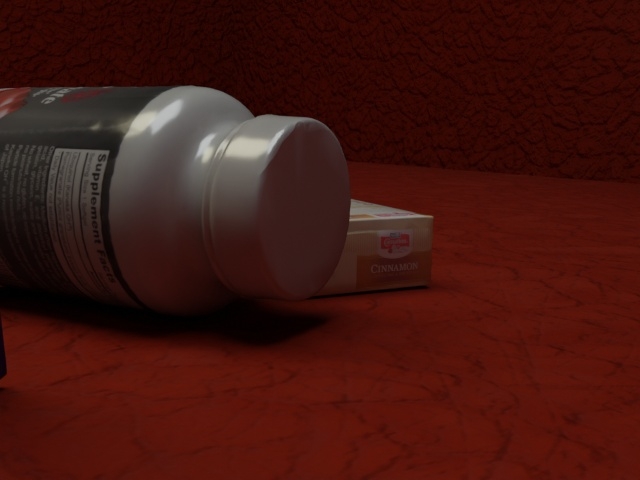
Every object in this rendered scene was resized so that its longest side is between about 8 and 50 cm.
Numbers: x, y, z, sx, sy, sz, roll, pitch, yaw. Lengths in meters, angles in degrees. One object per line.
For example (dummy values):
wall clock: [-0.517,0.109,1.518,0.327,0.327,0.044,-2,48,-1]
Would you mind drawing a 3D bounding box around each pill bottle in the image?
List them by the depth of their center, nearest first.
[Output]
pill bottle: [-0.145,-0.034,0.635,0.318,0.176,0.176,6,10,29]

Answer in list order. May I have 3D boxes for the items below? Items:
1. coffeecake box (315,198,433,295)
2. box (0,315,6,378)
coffeecake box: [0.000,0.000,0.778,0.142,0.068,0.185,-3,10,-25]
box: [-0.277,-0.059,0.397,0.200,0.293,0.057,1,15,6]
